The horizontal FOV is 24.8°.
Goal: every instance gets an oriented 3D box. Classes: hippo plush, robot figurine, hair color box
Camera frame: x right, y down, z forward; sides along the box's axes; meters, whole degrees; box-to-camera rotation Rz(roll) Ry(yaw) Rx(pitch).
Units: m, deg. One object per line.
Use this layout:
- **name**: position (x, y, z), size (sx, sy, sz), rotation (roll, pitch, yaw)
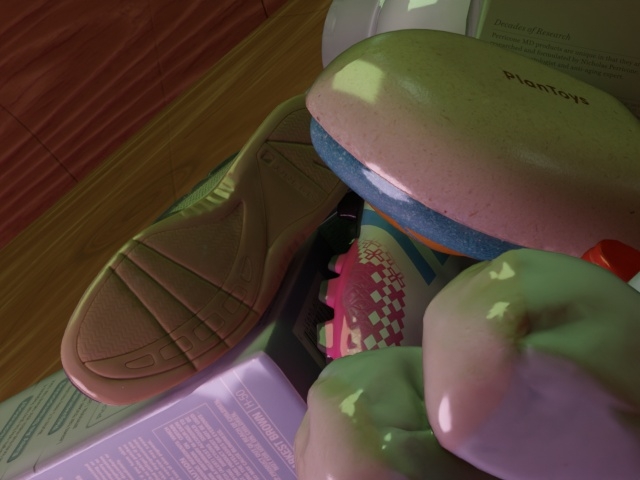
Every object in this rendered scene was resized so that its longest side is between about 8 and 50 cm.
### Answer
- **hippo plush**: position (0.131, 0.063, 0.590), size (0.294, 0.234, 0.236), rotation (-30, 18, 24)
- **robot figurine**: position (0.121, -0.178, 1.360), size (0.300, 0.200, 0.353), rotation (-33, 15, -10)
- **hair color box**: position (-0.138, 0.154, 1.124), size (0.374, 0.113, 0.185), rotation (-28, 18, 24)

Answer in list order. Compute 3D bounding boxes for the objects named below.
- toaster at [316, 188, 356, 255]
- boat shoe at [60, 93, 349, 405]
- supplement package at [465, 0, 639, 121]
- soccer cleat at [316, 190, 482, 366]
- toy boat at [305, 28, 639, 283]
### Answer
- **toaster**: position (0.000, 0.000, 1.245), size (0.227, 0.129, 0.146), rotation (-39, 14, -3)
- **boat shoe**: position (-0.076, 0.012, 1.030), size (0.285, 0.103, 0.092), rotation (-51, 2, -27)
- **supplement package**: position (0.217, -0.244, 1.049), size (0.177, 0.175, 0.293), rotation (-77, -2, -58)
- **soccer cleat**: position (0.078, 0.039, 1.004), size (0.143, 0.116, 0.331), rotation (-2, 36, 7)
- **toy boat**: position (0.112, -0.005, 0.907), size (0.148, 0.267, 0.318), rotation (-60, 24, 28)
